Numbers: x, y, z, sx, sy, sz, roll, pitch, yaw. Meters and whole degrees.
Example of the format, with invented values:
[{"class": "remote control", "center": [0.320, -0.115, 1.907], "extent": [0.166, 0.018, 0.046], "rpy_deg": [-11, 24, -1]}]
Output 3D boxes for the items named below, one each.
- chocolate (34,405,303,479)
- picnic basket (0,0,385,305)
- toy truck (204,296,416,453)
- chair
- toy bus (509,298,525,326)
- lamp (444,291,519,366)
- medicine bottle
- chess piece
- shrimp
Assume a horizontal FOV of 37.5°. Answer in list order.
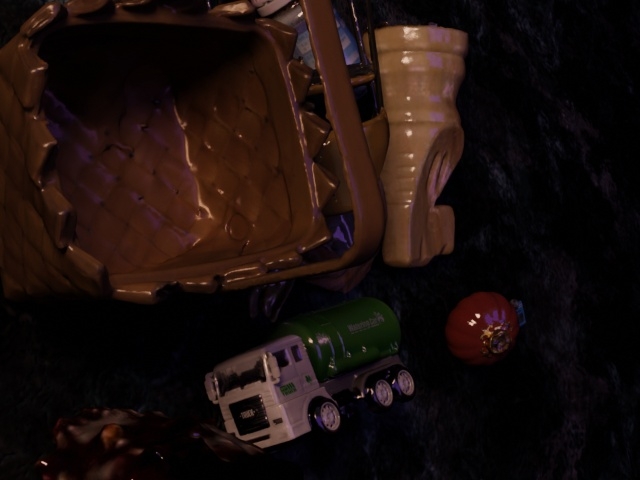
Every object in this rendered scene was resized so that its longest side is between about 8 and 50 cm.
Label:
[{"class": "chocolate", "center": [-0.152, 0.216, 0.758], "extent": [0.206, 0.177, 0.224], "rpy_deg": [-60, 152, 11]}, {"class": "picnic basket", "center": [-0.103, -0.080, 0.755], "extent": [0.291, 0.321, 0.254], "rpy_deg": [-13, 90, -48]}, {"class": "toy truck", "center": [0.001, 0.133, 0.963], "extent": [0.242, 0.101, 0.125], "rpy_deg": [-13, 82, -53]}, {"class": "chair", "center": [-0.018, -0.164, 0.975], "extent": [0.172, 0.159, 0.246], "rpy_deg": [-121, -161, -69]}, {"class": "toy bus", "center": [0.246, 0.110, 1.296], "extent": [0.083, 0.038, 0.046], "rpy_deg": [-19, 95, -49]}, {"class": "lamp", "center": [0.208, 0.114, 1.211], "extent": [0.101, 0.090, 0.101], "rpy_deg": [-11, 114, -25]}, {"class": "medicine bottle", "center": [-0.020, -0.247, 1.085], "extent": [0.203, 0.083, 0.083], "rpy_deg": [52, 44, -22]}, {"class": "chess piece", "center": [0.119, -0.116, 1.187], "extent": [0.137, 0.137, 0.300], "rpy_deg": [2, 88, -48]}, {"class": "shrimp", "center": [0.000, 0.000, 1.029], "extent": [0.168, 0.077, 0.317], "rpy_deg": [57, 39, -22]}]
